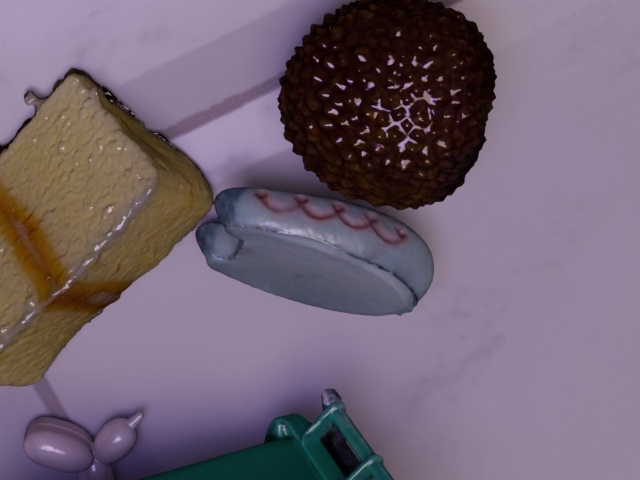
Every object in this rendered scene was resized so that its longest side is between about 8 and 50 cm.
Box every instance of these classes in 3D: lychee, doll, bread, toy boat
[{"bbox_3d":[0.055,-0.116,1.456,0.188,0.188,0.188,-2,109,-5],"label":"lychee"},{"bbox_3d":[-0.186,0.231,1.604,0.160,0.059,0.161,-4,108,-3],"label":"doll"},{"bbox_3d":[-0.228,0.010,1.505,0.178,0.142,0.266,37,103,-31],"label":"bread"},{"bbox_3d":[0.000,0.000,1.522,0.208,0.134,0.078,16,62,-9],"label":"toy boat"}]

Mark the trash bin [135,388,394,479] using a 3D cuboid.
[{"bbox_3d":[-0.111,0.313,1.459,0.381,0.259,0.295,-8,129,-29],"label":"trash bin"}]
